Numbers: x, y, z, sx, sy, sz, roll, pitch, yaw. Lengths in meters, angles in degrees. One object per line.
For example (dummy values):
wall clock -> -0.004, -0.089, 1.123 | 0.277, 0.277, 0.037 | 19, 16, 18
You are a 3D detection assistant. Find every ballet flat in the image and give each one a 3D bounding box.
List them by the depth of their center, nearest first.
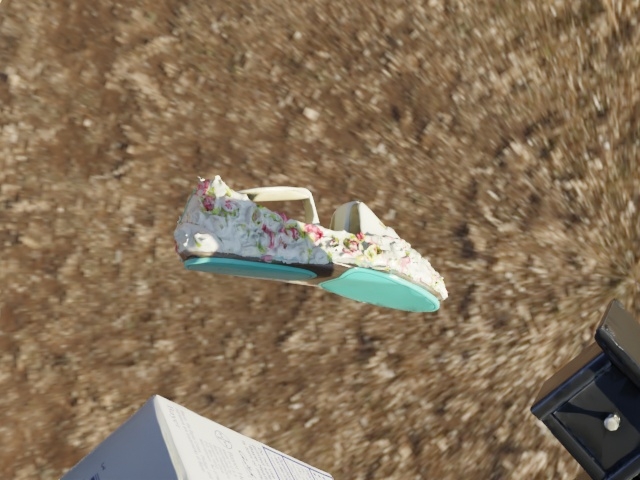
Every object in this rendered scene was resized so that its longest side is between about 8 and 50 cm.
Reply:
ballet flat -> 0.000, 0.000, 1.101 | 0.241, 0.091, 0.077 | 13, 73, -29

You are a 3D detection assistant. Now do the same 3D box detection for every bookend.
bookend -> 0.183, 0.150, 0.917 | 0.156, 0.072, 0.157 | -42, 87, 22

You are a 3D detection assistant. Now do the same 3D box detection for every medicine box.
medicine box -> -0.135, 0.317, 1.322 | 0.263, 0.289, 0.149 | -42, 47, 14
